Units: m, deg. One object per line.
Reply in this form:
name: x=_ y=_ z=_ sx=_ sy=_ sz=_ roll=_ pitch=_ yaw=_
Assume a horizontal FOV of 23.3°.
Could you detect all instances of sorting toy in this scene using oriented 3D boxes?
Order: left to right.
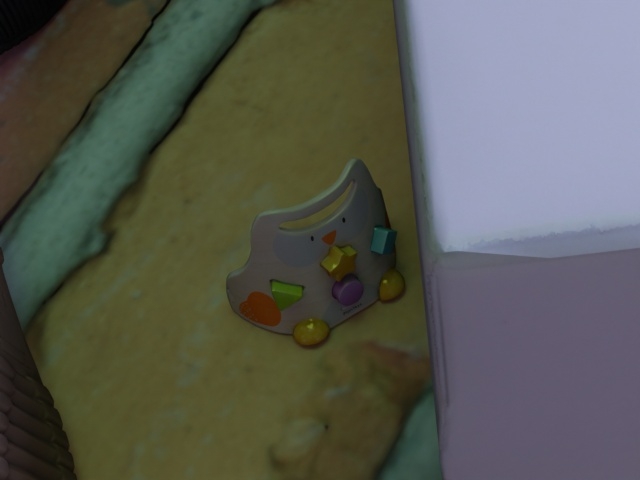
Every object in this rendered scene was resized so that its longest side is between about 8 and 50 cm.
sorting toy: x=0.000 y=0.000 z=0.666 sx=0.083 sy=0.075 sz=0.045 roll=-31 pitch=54 yaw=-14

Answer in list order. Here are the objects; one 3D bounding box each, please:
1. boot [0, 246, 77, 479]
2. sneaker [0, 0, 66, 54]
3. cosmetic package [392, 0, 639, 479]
boot: x=-0.216 y=0.095 z=0.644 sx=0.206 sy=0.090 sz=0.248 roll=-25 pitch=54 yaw=6
sneaker: x=-0.201 y=-0.217 z=0.831 sx=0.178 sy=0.124 sz=0.295 roll=20 pitch=51 yaw=17
cosmetic package: x=0.107 y=-0.114 z=0.639 sx=0.161 sy=0.230 sz=0.453 roll=-6 pitch=53 yaw=4
